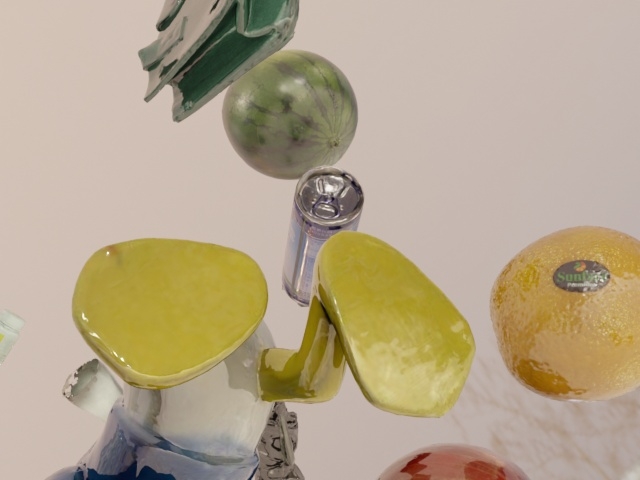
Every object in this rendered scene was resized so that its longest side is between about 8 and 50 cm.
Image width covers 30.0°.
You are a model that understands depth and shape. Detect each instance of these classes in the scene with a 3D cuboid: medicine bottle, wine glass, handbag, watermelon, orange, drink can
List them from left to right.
[{"bbox_3d":[-0.502,0.153,1.873,0.083,0.047,0.047,-59,-31,-3],"label":"medicine bottle"},{"bbox_3d":[-0.278,0.236,1.638,0.072,0.072,0.155,-40,-64,5],"label":"wine glass"},{"bbox_3d":[-0.119,-0.325,1.488,0.089,0.327,0.238,31,-46,-28],"label":"handbag"},{"bbox_3d":[-0.053,-0.223,2.127,0.242,0.242,0.242,-26,-32,-18],"label":"watermelon"},{"bbox_3d":[0.000,0.000,1.656,0.097,0.097,0.235,-25,-25,-19],"label":"drink can"},{"bbox_3d":[0.325,0.091,1.468,0.236,0.236,0.236,-26,-32,-18],"label":"orange"}]

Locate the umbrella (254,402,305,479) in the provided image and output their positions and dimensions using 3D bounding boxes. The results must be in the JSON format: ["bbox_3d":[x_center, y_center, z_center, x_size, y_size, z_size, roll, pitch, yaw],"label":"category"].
[{"bbox_3d":[-0.079,0.403,2.085,0.113,0.106,0.358,-13,-63,-19],"label":"umbrella"}]

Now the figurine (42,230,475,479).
[{"bbox_3d":[-0.089,0.171,0.671,0.204,0.284,0.338,19,-32,-16],"label":"figurine"}]

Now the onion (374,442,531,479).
[{"bbox_3d":[0.157,0.435,1.511,0.353,0.354,0.354,-26,-32,-18],"label":"onion"}]
